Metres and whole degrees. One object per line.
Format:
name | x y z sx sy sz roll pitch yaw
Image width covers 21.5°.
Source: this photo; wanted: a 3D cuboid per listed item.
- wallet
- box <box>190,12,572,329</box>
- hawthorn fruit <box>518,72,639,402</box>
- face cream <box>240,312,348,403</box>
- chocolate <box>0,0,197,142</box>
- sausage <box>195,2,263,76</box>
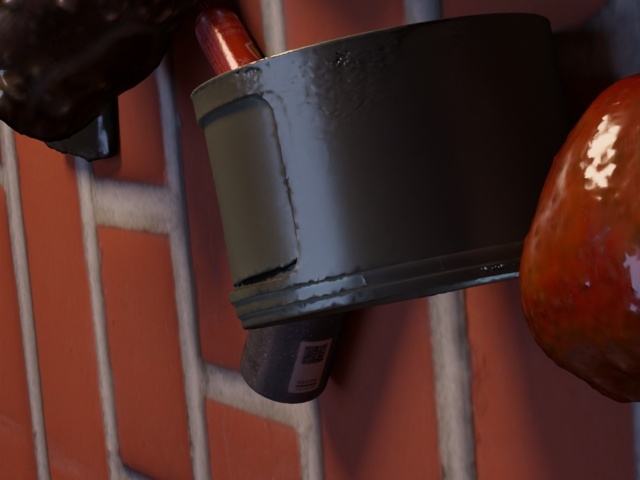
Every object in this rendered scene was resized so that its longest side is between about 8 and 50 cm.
wallet | -0.247 -0.223 1.674 0.146 0.030 0.285 18 115 54
box | 0.044 -0.039 1.031 0.226 0.226 0.149 -17 83 60
hawthorn fruit | 0.190 -0.016 0.854 0.179 0.179 0.201 -13 74 60
face cream | 0.000 0.000 1.270 0.073 0.073 0.284 52 139 39
chocolate | -0.219 -0.281 1.435 0.210 0.225 0.340 -40 64 42
sausage | -0.067 -0.143 1.378 0.048 0.050 0.145 -45 55 23
